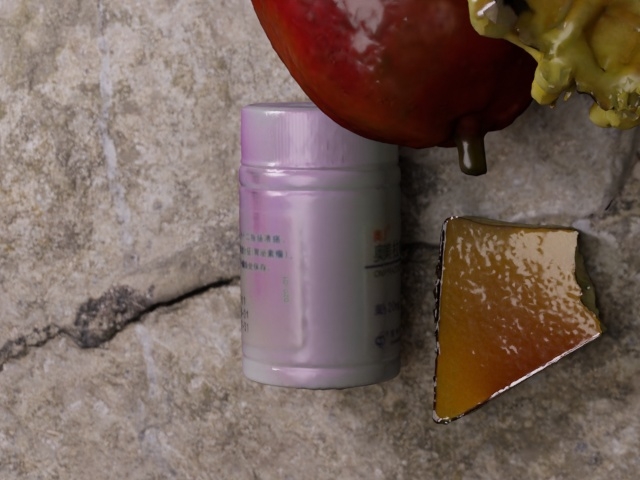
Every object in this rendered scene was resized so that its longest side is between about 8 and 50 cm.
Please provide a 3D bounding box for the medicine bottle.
[{"bbox_3d":[0.000,0.000,1.631,0.152,0.152,0.254,4,98,30],"label":"medicine bottle"}]

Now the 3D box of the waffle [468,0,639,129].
[{"bbox_3d":[0.274,-0.273,1.367,0.382,0.095,0.379,-14,83,-11],"label":"waffle"}]

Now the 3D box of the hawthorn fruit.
[{"bbox_3d":[0.079,-0.198,1.486,0.265,0.265,0.307,-25,72,30],"label":"hawthorn fruit"}]

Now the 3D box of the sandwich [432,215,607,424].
[{"bbox_3d":[0.184,0.079,1.587,0.162,0.058,0.193,7,97,29],"label":"sandwich"}]
